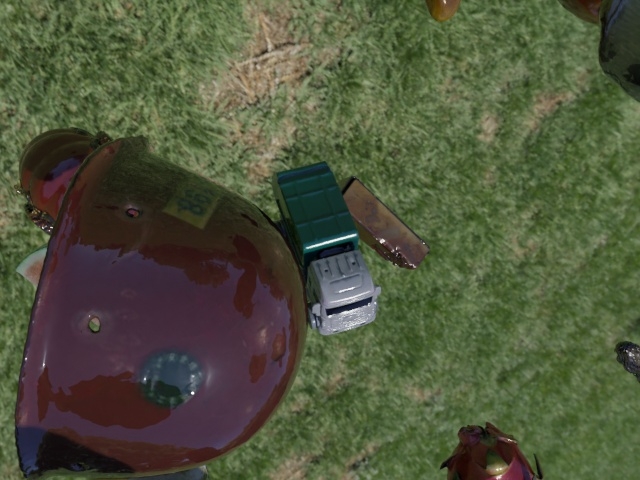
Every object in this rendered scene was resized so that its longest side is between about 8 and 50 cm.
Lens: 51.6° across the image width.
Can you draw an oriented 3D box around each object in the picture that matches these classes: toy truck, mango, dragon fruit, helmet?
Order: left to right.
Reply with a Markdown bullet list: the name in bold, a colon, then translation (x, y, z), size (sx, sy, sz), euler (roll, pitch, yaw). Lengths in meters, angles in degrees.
- **helmet**: translation (-0.128, 0.079, 0.683), size (0.230, 0.385, 0.337), euler (12, 109, -1)
- **toy truck**: translation (0.000, 0.000, 0.942), size (0.114, 0.253, 0.124), euler (-15, 147, -10)
- **mango**: translation (0.190, -0.410, 1.059), size (0.080, 0.060, 0.114), euler (-13, 96, -34)
- **dragon fruit**: translation (0.145, 0.220, 0.571), size (0.086, 0.081, 0.116), euler (7, 92, -13)

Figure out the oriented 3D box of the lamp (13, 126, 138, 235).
- **lamp**: translation (-0.413, -0.100, 1.165), size (0.227, 0.227, 0.226), euler (-26, 140, -24)

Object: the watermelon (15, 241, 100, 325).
- **watermelon**: translation (-0.532, 0.054, 1.682), size (0.222, 0.319, 0.292), euler (-55, 174, 34)

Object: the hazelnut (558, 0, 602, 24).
- **hazelnut**: translation (0.340, -0.351, 0.705), size (0.230, 0.229, 0.229), euler (-26, 140, -24)

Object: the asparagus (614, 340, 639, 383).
- **asparagus**: translation (0.396, 0.160, 0.817), size (0.165, 0.036, 0.030), euler (38, 54, -38)

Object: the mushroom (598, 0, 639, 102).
- **mushroom**: translation (0.331, -0.106, 0.496), size (0.122, 0.328, 0.159), euler (-14, 129, -15)

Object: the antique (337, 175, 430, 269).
- **antique**: translation (0.156, -0.038, 1.796), size (0.310, 0.087, 0.093), euler (41, 72, -17)

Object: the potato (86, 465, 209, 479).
- **potato**: translation (-0.275, 0.386, 0.989), size (0.202, 0.117, 0.182), euler (-8, 134, 14)
